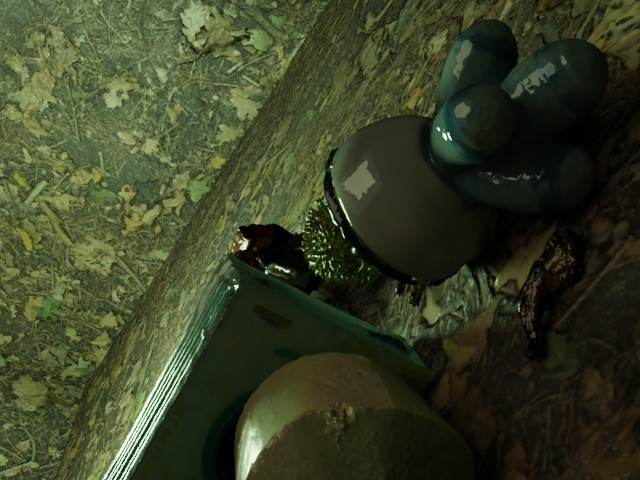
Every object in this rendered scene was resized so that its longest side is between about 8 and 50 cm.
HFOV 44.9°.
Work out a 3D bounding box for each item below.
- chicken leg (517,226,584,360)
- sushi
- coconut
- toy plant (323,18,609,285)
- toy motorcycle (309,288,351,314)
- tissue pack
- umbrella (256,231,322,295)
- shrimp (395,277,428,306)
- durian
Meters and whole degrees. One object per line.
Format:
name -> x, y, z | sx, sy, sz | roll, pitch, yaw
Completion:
chicken leg -> 0.237, 0.054, 0.813 | 0.062, 0.037, 0.145 | 19, 81, 58
sushi -> -0.135, 0.137, 1.471 | 0.196, 0.182, 0.343 | -46, 20, 58
coconut -> 0.026, 0.246, 0.793 | 0.239, 0.239, 0.244 | -61, 18, 5
toy plant -> 0.186, -0.115, 0.899 | 0.332, 0.247, 0.247 | -41, 28, 40
toy motorcycle -> -0.047, 0.198, 1.274 | 0.260, 0.110, 0.171 | -58, 6, -2
tissue pack -> -0.081, 0.252, 0.984 | 0.388, 0.287, 0.162 | -61, 14, 7
umbrella -> -0.005, -0.003, 1.340 | 0.113, 0.106, 0.357 | 29, 76, 39
shrimp -> 0.130, 0.063, 1.102 | 0.083, 0.023, 0.114 | -49, 17, 44
durian -> 0.062, -0.012, 1.203 | 0.198, 0.146, 0.159 | -10, 62, 44
